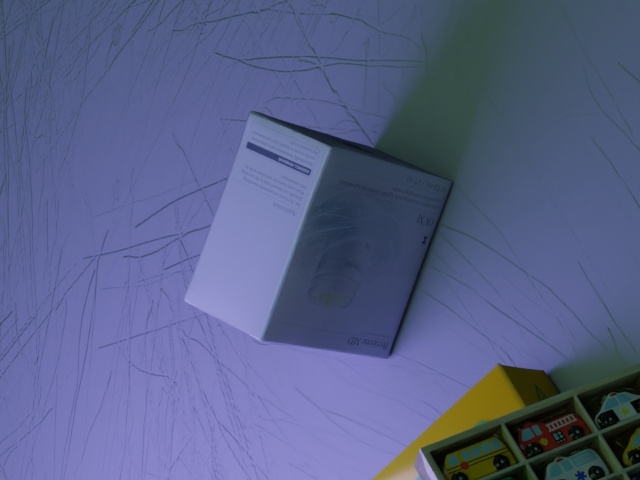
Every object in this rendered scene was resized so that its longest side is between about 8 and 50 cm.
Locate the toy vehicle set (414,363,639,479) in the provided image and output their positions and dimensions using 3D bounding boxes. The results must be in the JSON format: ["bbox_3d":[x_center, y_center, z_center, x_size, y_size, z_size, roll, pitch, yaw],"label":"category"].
[{"bbox_3d":[0.244,0.232,1.594,0.166,0.267,0.035,59,155,30],"label":"toy vehicle set"}]

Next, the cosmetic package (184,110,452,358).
[{"bbox_3d":[0.000,0.000,1.844,0.138,0.224,0.224,27,99,40],"label":"cosmetic package"}]

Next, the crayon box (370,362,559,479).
[{"bbox_3d":[0.164,0.362,1.722,0.363,0.106,0.313,-45,56,24],"label":"crayon box"}]
